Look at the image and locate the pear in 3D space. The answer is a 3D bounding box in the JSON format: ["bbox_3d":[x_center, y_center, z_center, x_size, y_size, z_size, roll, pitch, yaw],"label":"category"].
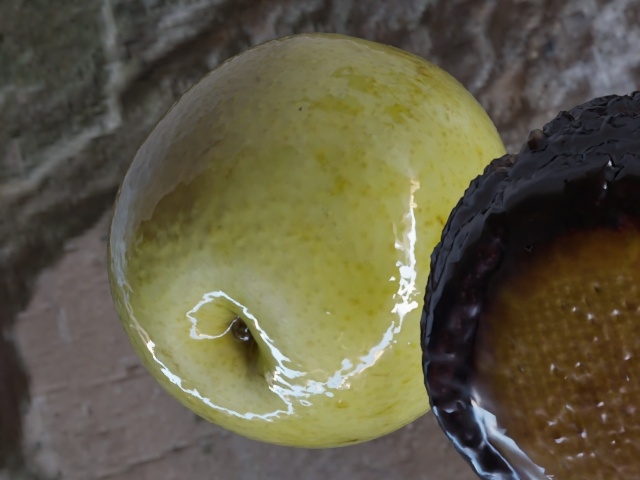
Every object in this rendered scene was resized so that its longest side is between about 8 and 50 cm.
[{"bbox_3d":[0.000,0.000,1.265,0.348,0.348,0.348,-14,162,-5],"label":"pear"}]

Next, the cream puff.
[{"bbox_3d":[0.167,0.039,0.739,0.239,0.239,0.165,-26,-164,29],"label":"cream puff"}]
